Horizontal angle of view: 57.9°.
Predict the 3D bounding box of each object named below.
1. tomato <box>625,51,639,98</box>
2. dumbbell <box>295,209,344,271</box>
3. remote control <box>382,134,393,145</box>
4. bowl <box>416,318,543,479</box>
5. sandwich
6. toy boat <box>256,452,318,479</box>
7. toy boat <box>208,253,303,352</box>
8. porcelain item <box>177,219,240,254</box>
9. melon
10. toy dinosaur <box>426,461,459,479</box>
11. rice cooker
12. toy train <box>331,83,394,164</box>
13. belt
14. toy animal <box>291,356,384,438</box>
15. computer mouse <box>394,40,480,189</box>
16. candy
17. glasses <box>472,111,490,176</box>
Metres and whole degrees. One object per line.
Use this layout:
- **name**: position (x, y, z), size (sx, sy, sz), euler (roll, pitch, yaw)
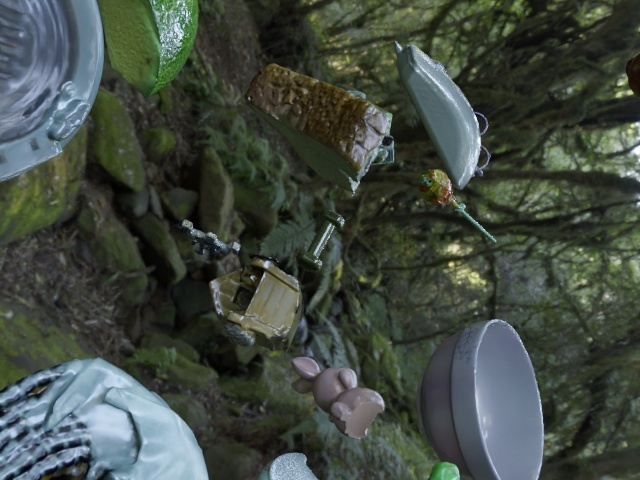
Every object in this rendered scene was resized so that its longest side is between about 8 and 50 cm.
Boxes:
- **tomato**: position (0.491, -0.247, 0.845), size (0.075, 0.087, 0.087), euler (47, -21, 59)
- **dumbbell**: position (0.000, 0.000, 1.059), size (0.052, 0.117, 0.046), euler (28, -22, -2)
- **remote control**: position (0.131, -0.256, 1.432), size (0.039, 0.096, 0.014), euler (114, -17, -63)
- **bowl**: position (0.268, 0.288, 1.010), size (0.287, 0.144, 0.286), euler (21, 63, -48)
- **sandwich**: position (0.037, -0.157, 0.919), size (0.288, 0.099, 0.254), euler (36, -3, 47)
- **toy boat**: position (-0.073, 0.545, 1.271), size (0.134, 0.079, 0.208), euler (49, 17, 21)
- **toy boat**: position (-0.120, 0.133, 1.041), size (0.445, 0.162, 0.135), euler (100, 11, -75)
- **porcelain item**: position (-0.241, 0.008, 1.207), size (0.075, 0.136, 0.021), euler (-44, -152, 42)
- **melon**: position (-0.272, -0.401, 1.010), size (0.323, 0.124, 0.196), euler (-81, -177, -52)
- **toy dinosaur**: position (0.022, 0.449, 0.414), size (0.374, 0.144, 0.499), euler (-119, -127, -85)
- **rice cooker**: position (-0.354, -0.180, 0.492), size (0.317, 0.264, 0.316), euler (26, -43, 27)
- **toy train**: position (0.096, -0.338, 1.696), size (0.330, 0.139, 0.178), euler (46, -43, 50)
- **belt**: position (-0.188, 0.207, 0.373), size (0.258, 0.150, 0.207), euler (-29, 86, -49)
- **toy animal**: position (0.030, 0.302, 1.192), size (0.212, 0.124, 0.124), euler (37, -26, 46)
- **computer mouse**: position (0.136, -0.146, 0.642), size (0.181, 0.056, 0.089), euler (59, 13, -17)
- **candy**: position (0.251, -0.054, 1.040), size (0.201, 0.060, 0.060), euler (38, 11, -22)
- **glasses**: position (0.286, -0.168, 1.109), size (0.104, 0.063, 0.139), euler (65, 25, -70)
